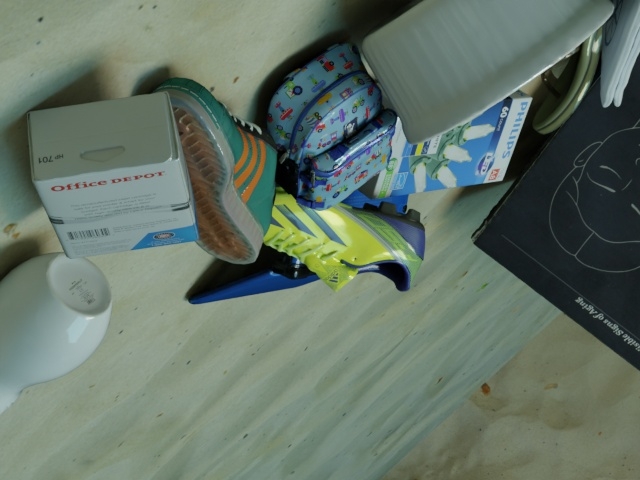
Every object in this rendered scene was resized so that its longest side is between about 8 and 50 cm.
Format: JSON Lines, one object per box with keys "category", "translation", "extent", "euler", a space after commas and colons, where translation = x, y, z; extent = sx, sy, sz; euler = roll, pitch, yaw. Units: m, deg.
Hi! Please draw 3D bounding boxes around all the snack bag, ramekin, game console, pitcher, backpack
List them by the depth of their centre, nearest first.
{"category": "pitcher", "translation": [-0.307, 0.091, 1.668], "extent": [0.207, 0.125, 0.178], "euler": [-42, -175, 34]}
{"category": "ramekin", "translation": [0.178, -0.239, 1.708], "extent": [0.277, 0.135, 0.277], "euler": [-35, -173, 5]}
{"category": "backpack", "translation": [0.012, -0.140, 1.768], "extent": [0.158, 0.117, 0.173], "euler": [-34, 157, -24]}
{"category": "snack bag", "translation": [0.394, -0.380, 1.791], "extent": [0.342, 0.037, 0.323], "euler": [102, 0, -47]}
{"category": "game console", "translation": [-0.022, -0.023, 2.096], "extent": [0.293, 0.173, 0.250], "euler": [-8, 110, -60]}

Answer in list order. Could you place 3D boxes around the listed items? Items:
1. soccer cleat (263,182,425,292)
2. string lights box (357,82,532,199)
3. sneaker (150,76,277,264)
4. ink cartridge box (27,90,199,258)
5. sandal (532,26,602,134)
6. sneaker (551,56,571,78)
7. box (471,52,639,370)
{"category": "soccer cleat", "translation": [0.001, 0.000, 1.885], "extent": [0.289, 0.121, 0.093], "euler": [10, 173, -23]}
{"category": "string lights box", "translation": [0.152, -0.140, 1.994], "extent": [0.260, 0.077, 0.133], "euler": [-10, 127, -42]}
{"category": "sneaker", "translation": [-0.116, -0.099, 1.651], "extent": [0.302, 0.108, 0.121], "euler": [73, 33, -57]}
{"category": "ink cartridge box", "translation": [-0.201, -0.060, 1.489], "extent": [0.140, 0.082, 0.190], "euler": [-8, 155, -2]}
{"category": "sandal", "translation": [0.362, -0.296, 2.172], "extent": [0.120, 0.086, 0.302], "euler": [-75, -177, -63]}
{"category": "sneaker", "translation": [0.411, -0.306, 2.279], "extent": [0.085, 0.058, 0.152], "euler": [-13, 141, -40]}
{"category": "box", "translation": [0.588, -0.066, 2.429], "extent": [0.471, 0.480, 0.297], "euler": [-55, 174, 35]}
